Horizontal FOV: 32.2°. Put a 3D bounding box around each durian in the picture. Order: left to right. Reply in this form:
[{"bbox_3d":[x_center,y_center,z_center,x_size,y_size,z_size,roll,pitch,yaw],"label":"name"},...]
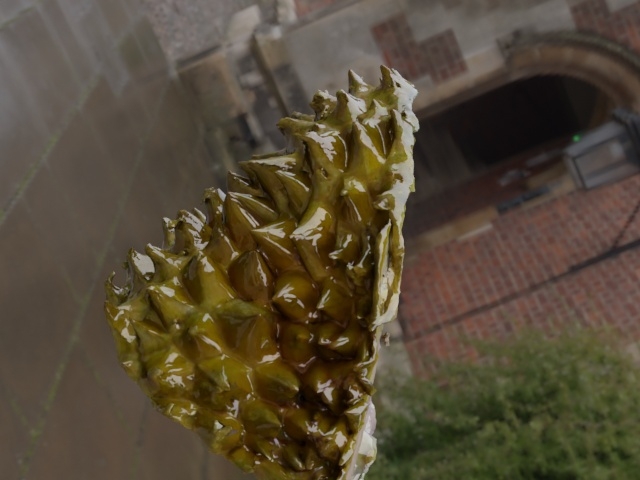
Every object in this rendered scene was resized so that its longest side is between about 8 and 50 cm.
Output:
[{"bbox_3d":[0.003,-0.003,0.632,0.186,0.195,0.305,30,27,-3],"label":"durian"}]
